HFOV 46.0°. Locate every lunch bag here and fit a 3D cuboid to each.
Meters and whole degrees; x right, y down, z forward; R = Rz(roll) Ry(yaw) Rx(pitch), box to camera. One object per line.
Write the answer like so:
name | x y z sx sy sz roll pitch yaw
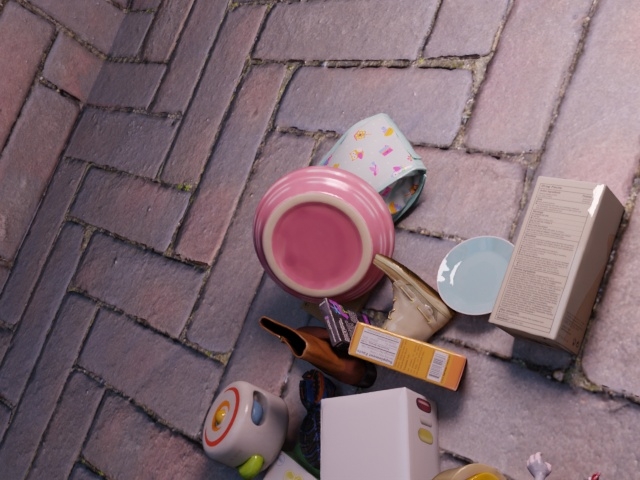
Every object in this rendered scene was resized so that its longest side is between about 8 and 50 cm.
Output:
lunch bag | 0.121 -0.150 1.805 0.262 0.160 0.223 -45 46 22

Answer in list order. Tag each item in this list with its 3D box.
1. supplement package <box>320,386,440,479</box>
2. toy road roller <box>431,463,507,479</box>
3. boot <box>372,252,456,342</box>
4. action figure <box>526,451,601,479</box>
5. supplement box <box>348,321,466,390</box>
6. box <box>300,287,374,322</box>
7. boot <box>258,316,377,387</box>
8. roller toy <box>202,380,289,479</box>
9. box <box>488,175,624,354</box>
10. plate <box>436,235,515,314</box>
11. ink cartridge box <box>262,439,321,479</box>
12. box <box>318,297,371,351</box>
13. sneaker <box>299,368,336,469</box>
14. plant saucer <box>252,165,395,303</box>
supplement package | 0.120 0.448 1.510 0.204 0.145 0.261 -16 60 31
toy road roller | 0.191 0.541 1.237 0.330 0.202 0.240 -26 76 -18
boot | 0.163 0.145 1.637 0.213 0.077 0.165 40 102 12
action figure | 0.353 0.510 1.193 0.248 0.276 0.370 35 118 34
supplement box | 0.179 0.237 1.551 0.234 0.078 0.080 19 83 16
box | 0.055 0.112 1.825 0.164 0.021 0.201 30 89 44
boot | -0.043 0.231 1.668 0.264 0.280 0.096 36 94 44
roller toy | -0.181 0.430 1.751 0.191 0.146 0.209 -63 24 -7
box | 0.455 0.044 1.446 0.148 0.121 0.311 15 79 44
plate | 0.337 0.076 1.582 0.188 0.024 0.188 -15 53 21
ink cartridge box | -0.027 0.510 1.677 0.171 0.056 0.235 26 89 45
box | 0.068 0.200 1.672 0.029 0.162 0.116 -37 49 21
sneaker | 0.009 0.397 1.673 0.083 0.087 0.221 -25 52 38
plant saucer | 0.000 0.000 1.709 0.332 0.332 0.084 -37 9 21
